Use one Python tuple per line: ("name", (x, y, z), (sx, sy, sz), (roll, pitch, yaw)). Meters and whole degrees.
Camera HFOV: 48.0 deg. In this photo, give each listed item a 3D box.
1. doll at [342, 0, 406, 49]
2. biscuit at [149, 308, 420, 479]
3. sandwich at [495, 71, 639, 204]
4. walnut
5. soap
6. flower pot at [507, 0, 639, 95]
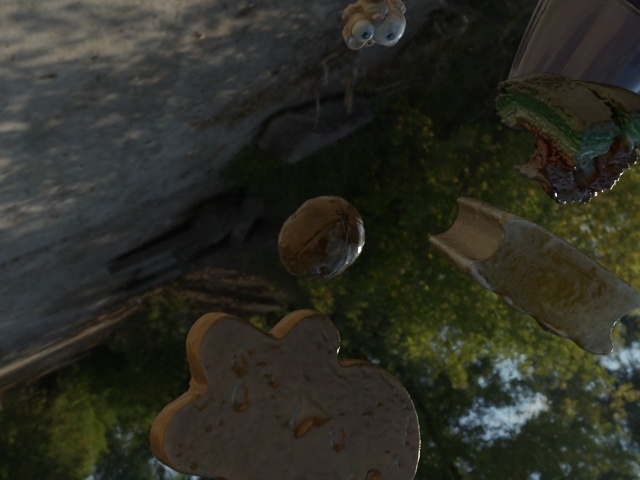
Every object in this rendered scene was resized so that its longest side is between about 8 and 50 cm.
("doll", (0.115, -0.551, 1.613), (0.154, 0.119, 0.278), (-16, 143, -1))
("biscuit", (-0.025, 0.225, 0.876), (0.355, 0.275, 0.052), (24, 165, -28))
("sandwich", (0.280, -0.106, 0.811), (0.109, 0.160, 0.185), (-11, -153, -11))
("walnut", (0.000, 0.000, 1.465), (0.167, 0.167, 0.207), (-27, 167, -43))
("soap", (0.376, 0.053, 1.325), (0.156, 0.293, 0.335), (-56, -174, 6))
("flower pot", (0.431, -0.284, 1.125), (0.265, 0.265, 0.243), (-27, 152, -49))
